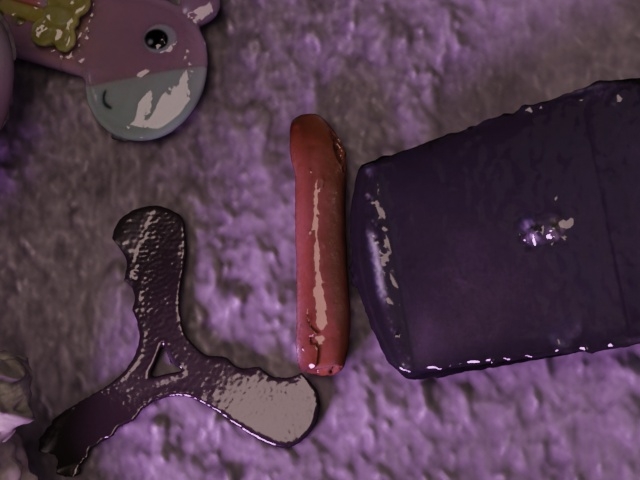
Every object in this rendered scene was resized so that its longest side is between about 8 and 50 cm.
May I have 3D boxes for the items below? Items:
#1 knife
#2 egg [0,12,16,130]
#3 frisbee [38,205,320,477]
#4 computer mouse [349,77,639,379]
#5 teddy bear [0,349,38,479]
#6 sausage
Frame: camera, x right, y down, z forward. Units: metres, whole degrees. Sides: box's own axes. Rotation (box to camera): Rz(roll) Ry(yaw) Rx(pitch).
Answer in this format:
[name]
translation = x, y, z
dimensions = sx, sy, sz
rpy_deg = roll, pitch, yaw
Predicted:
[knife]
translation = -0.262, -0.182, 1.280
dimensions = 0.399, 0.038, 0.132
rpy_deg = 18, 79, 18
[egg]
translation = -0.314, -0.097, 1.195
dimensions = 0.217, 0.183, 0.183
rpy_deg = -41, 71, 2
[frisbee]
translation = -0.123, 0.093, 1.192
dimensions = 0.187, 0.012, 0.211
rpy_deg = -36, 71, 4
[computer mouse]
translation = 0.161, -0.006, 1.113
dimensions = 0.295, 0.087, 0.168
rpy_deg = -13, 80, 24
[teddy bear]
translation = -0.311, 0.174, 1.035
dimensions = 0.327, 0.362, 0.375
rpy_deg = -33, 69, 5
[sausage]
translation = 0.000, 0.000, 1.170
dimensions = 0.043, 0.043, 0.186
rpy_deg = -5, 75, 12
